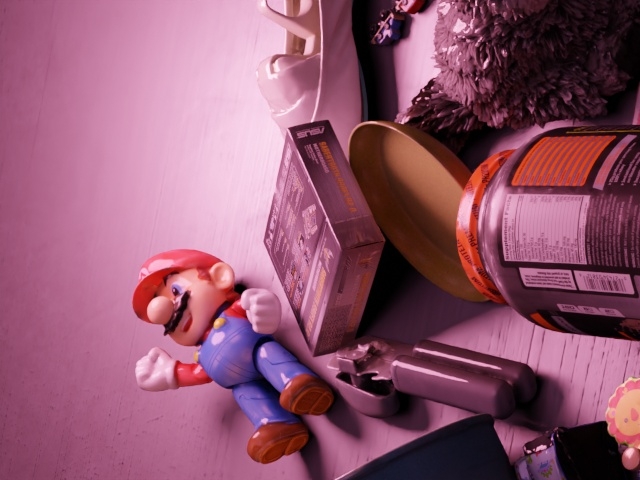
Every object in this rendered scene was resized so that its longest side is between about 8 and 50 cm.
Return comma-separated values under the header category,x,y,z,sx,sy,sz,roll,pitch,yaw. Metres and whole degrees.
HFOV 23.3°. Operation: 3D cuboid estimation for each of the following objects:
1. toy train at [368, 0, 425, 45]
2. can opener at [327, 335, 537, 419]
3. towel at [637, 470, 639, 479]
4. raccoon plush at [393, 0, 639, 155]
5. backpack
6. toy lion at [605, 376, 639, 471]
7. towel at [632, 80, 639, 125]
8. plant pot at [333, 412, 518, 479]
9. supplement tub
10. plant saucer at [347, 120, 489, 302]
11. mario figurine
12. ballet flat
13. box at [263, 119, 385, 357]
category,x,y,z,sx,sy,sz,roll,pitch,yaw
toy train,0.110,-0.292,1.868,0.158,0.027,0.036,-52,61,27
can opener,0.123,0.166,1.758,0.283,0.076,0.095,11,123,46
towel,0.406,0.203,1.472,0.243,0.040,0.335,-5,78,48
raccoon plush,0.137,-0.206,1.613,0.446,0.299,0.216,-50,45,28
backpack,0.259,0.249,1.562,0.084,0.105,0.114,-36,66,45
toy lion,0.324,0.174,1.523,0.100,0.034,0.096,-38,47,38
towel,0.391,-0.108,1.544,0.197,0.029,0.144,14,92,49
plant pot,0.116,0.354,1.593,0.272,0.272,0.255,-39,71,35
supplement tub,0.300,-0.007,1.464,0.338,0.207,0.207,4,86,53
plant saucer,0.124,-0.039,1.711,0.241,0.037,0.241,44,158,23
mario figurine,-0.140,0.132,1.942,0.198,0.170,0.320,-40,57,-8
ballet flat,-0.021,-0.247,1.915,0.139,0.139,0.400,-8,78,45
box,0.000,0.000,1.832,0.231,0.056,0.183,103,148,-53
